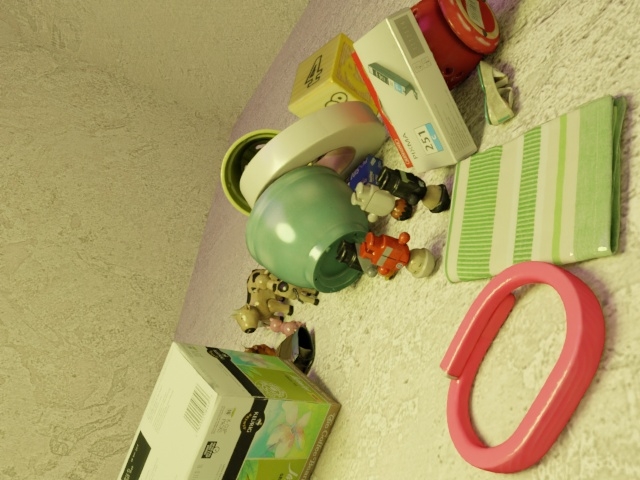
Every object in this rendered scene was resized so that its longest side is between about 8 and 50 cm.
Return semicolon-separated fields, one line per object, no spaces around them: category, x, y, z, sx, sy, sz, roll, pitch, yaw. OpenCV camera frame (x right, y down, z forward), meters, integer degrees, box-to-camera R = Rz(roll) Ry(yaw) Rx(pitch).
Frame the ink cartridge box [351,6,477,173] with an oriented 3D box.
ink cartridge box;0.160;-0.280;1.126;0.066;0.296;0.261;-32;10;-20

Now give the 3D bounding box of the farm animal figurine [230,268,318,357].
farm animal figurine;-0.161;0.186;1.590;0.330;0.172;0.326;-59;22;23

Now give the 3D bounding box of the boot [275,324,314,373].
boot;-0.068;0.312;1.364;0.106;0.082;0.219;-56;24;32

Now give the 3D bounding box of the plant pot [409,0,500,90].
plant pot;0.260;-0.418;1.136;0.174;0.191;0.191;-30;42;46

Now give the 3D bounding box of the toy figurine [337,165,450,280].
toy figurine;0.144;-0.025;1.099;0.209;0.148;0.213;154;132;-69

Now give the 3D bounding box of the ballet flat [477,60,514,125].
ballet flat;0.330;-0.278;1.024;0.052;0.057;0.168;-18;51;28

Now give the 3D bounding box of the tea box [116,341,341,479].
tea box;-0.188;0.422;1.148;0.220;0.324;0.328;28;97;48

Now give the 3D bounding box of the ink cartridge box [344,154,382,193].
ink cartridge box;0.089;-0.128;1.460;0.207;0.046;0.097;-43;33;49

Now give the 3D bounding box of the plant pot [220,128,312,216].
plant pot;-0.173;-0.226;1.770;0.276;0.276;0.254;-64;12;11

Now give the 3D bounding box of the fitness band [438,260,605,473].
fitness band;0.257;0.166;0.742;0.290;0.054;0.209;-66;21;11

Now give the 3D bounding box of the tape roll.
tape roll;-0.017;-0.192;1.379;0.072;0.392;0.392;58;138;13

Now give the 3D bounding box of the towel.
towel;0.314;-0.063;0.856;0.325;0.038;0.247;-23;50;60

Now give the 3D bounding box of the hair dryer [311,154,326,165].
hair dryer;0.021;-0.288;1.787;0.223;0.080;0.293;-53;30;6

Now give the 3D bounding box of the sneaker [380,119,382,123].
sneaker;0.113;-0.283;1.534;0.144;0.059;0.053;-58;25;29

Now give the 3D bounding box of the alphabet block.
alphabet block;0.047;-0.447;1.624;0.197;0.192;0.193;-20;52;45

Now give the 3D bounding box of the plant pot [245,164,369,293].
plant pot;0.000;0.000;1.282;0.196;0.293;0.293;45;115;39
